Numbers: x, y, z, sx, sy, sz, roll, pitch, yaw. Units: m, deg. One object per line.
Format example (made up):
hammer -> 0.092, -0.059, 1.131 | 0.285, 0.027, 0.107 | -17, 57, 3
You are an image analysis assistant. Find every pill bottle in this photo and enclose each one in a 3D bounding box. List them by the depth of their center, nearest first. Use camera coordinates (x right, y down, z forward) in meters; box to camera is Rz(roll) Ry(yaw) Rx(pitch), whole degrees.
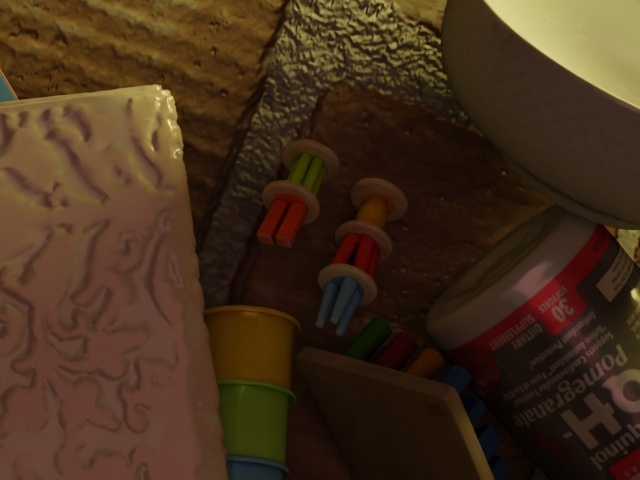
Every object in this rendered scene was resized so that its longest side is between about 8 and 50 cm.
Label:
pill bottle -> 0.252, 0.136, 1.434 | 0.176, 0.176, 0.318 | -42, 95, -10

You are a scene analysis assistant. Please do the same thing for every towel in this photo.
towel -> -0.245, 0.061, 1.295 | 0.317, 0.053, 0.332 | -8, 87, -12

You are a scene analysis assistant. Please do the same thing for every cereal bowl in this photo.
cereal bowl -> 0.246, -0.112, 1.400 | 0.339, 0.339, 0.141 | 21, 120, -10

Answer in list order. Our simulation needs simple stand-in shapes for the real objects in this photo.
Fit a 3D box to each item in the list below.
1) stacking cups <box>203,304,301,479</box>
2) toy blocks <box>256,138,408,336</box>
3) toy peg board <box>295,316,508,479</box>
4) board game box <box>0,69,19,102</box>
stacking cups -> -0.073, 0.213, 1.359 | 0.096, 0.096, 0.316 | 9, 67, -11
toy blocks -> 0.000, 0.000, 1.421 | 0.123, 0.054, 0.148 | 28, 52, -9
toy peg board -> 0.086, 0.143, 1.395 | 0.079, 0.160, 0.161 | -49, 131, -30
board game box -> -0.318, -0.102, 1.338 | 0.145, 0.027, 0.281 | -30, 90, -12
